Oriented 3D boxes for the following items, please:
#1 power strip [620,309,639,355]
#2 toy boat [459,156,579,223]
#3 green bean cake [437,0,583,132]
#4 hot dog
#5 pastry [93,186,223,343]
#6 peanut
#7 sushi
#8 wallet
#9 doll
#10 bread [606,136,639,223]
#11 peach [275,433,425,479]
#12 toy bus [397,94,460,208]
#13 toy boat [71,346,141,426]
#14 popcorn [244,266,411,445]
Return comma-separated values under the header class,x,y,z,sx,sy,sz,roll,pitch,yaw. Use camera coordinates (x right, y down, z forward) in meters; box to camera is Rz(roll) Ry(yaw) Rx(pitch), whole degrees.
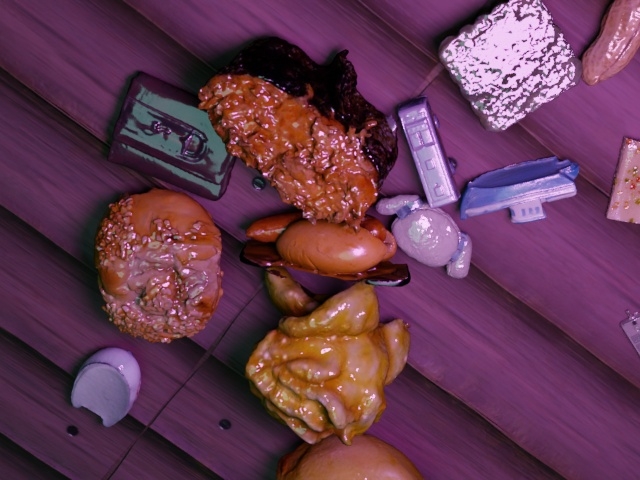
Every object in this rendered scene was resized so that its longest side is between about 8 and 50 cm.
class,x,y,z,sx,sy,sz,roll,pitch,yaw
power strip,0.601,0.183,1.657,0.051,0.019,0.136,-28,107,22
toy boat,0.346,-0.070,1.550,0.215,0.088,0.102,-12,115,13
green bean cake,0.308,-0.295,1.452,0.185,0.094,0.183,-32,105,21
hot dog,0.003,-0.001,1.590,0.325,0.194,0.107,5,102,9
pastry,-0.309,0.061,1.684,0.255,0.162,0.311,2,113,11
peanut,0.473,-0.325,1.423,0.080,0.080,0.174,27,120,-3
sushi,-0.021,-0.196,1.497,0.348,0.207,0.234,36,122,-4
wallet,-0.260,-0.183,1.628,0.229,0.049,0.182,23,113,-3
doll,0.193,-0.011,1.611,0.214,0.071,0.103,39,115,-8
bread,0.541,-0.101,1.536,0.068,0.028,0.154,8,116,4
peach,0.067,0.537,1.766,0.314,0.281,0.316,-27,99,26
toy bus,0.185,-0.150,1.541,0.064,0.075,0.191,-17,102,17
toy boat,-0.441,0.298,1.870,0.134,0.079,0.208,32,126,3
popcorn,0.003,0.205,1.631,0.321,0.290,0.326,33,134,-8
